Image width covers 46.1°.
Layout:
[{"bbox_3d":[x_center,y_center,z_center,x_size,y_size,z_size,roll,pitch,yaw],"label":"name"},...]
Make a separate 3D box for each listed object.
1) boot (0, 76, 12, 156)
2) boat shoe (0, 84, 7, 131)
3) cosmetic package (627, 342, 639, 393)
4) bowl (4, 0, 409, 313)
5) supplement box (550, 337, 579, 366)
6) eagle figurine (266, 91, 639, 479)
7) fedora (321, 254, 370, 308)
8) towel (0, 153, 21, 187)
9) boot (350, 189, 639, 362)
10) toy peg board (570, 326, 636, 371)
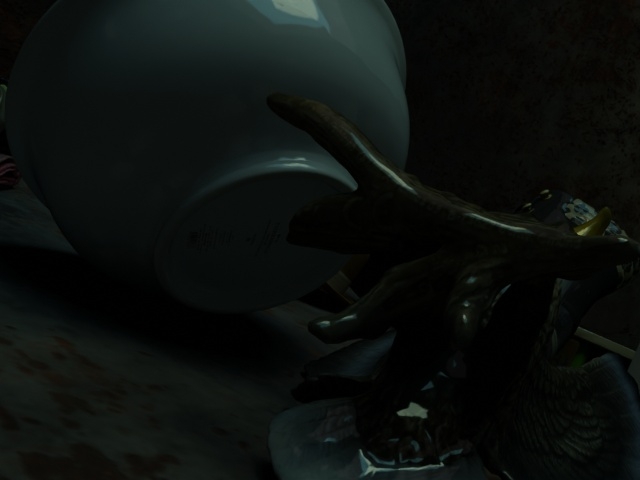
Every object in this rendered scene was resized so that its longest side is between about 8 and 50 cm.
[{"bbox_3d":[-0.348,-0.137,1.049,0.247,0.094,0.207,30,7,-1],"label":"boot"},{"bbox_3d":[-0.439,-0.162,0.865,0.305,0.109,0.091,12,-34,51],"label":"boat shoe"},{"bbox_3d":[0.448,0.129,0.609,0.098,0.284,0.377,21,3,-32],"label":"cosmetic package"},{"bbox_3d":[-0.055,-0.043,0.521,0.298,0.298,0.134,20,36,-43],"label":"bowl"},{"bbox_3d":[0.307,0.149,1.100,0.078,0.080,0.233,22,2,7],"label":"supplement box"},{"bbox_3d":[0.095,0.070,0.432,0.298,0.225,0.226,70,5,-54],"label":"eagle figurine"},{"bbox_3d":[0.000,0.000,0.920,0.194,0.079,0.194,45,-2,2],"label":"fedora"},{"bbox_3d":[-0.449,-0.119,0.655,0.329,0.037,0.237,22,3,-9],"label":"towel"},{"bbox_3d":[0.214,0.013,1.017,0.284,0.138,0.377,-25,40,-35],"label":"boot"},{"bbox_3d":[0.442,0.213,1.168,0.161,0.079,0.160,24,-12,14],"label":"toy peg board"}]
